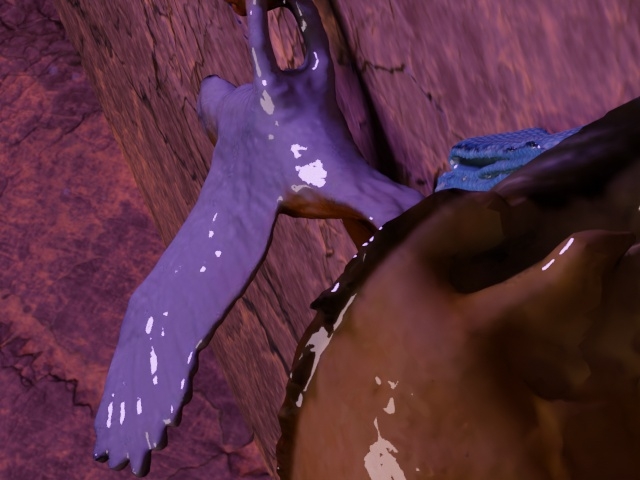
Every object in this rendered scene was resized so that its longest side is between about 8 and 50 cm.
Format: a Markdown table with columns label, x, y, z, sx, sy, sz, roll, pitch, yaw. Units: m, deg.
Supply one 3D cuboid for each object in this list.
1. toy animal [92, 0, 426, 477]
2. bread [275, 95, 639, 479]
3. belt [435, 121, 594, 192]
| label | x | y | z | sx | sy | sz | roll | pitch | yaw |
| --- | --- | --- | --- | --- | --- | --- | --- | --- | --- |
| toy animal | -0.006 | -0.023 | 0.981 | 0.284 | 0.225 | 0.302 | -18 | 81 | 61 |
| bread | 0.095 | 0.094 | 0.465 | 0.162 | 0.204 | 0.262 | -119 | 9 | -49 |
| belt | 0.095 | 0.001 | 0.684 | 0.179 | 0.065 | 0.100 | -153 | 51 | -78 |
